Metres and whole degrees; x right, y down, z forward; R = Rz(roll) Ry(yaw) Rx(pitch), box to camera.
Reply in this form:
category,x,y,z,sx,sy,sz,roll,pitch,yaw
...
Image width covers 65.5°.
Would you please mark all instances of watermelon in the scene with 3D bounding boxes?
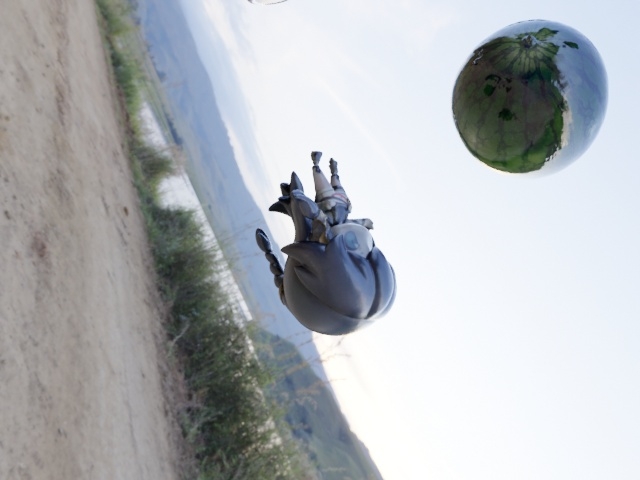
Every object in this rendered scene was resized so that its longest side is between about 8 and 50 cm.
category,x,y,z,sx,sy,sz,roll,pitch,yaw
watermelon,0.457,-0.310,1.112,0.363,0.363,0.363,62,-10,19

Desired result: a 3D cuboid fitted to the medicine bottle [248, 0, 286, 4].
category,x,y,z,sx,sy,sz,roll,pitch,yaw
medicine bottle,-0.074,-0.395,0.593,0.083,0.083,0.203,-143,-138,-71

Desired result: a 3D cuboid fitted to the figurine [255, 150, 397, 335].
category,x,y,z,sx,sy,sz,roll,pitch,yaw
figurine,0.010,0.013,0.746,0.197,0.175,0.265,-66,-148,35
